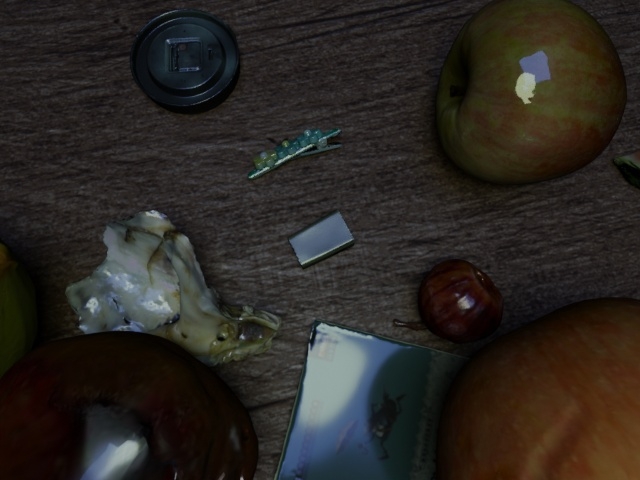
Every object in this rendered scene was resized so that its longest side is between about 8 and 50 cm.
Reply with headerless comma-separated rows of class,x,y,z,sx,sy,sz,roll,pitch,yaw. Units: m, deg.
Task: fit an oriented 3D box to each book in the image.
book,0.140,0.287,0.601,0.379,0.031,0.264,13,77,1

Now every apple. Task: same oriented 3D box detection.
apple,0.298,-0.207,0.595,0.233,0.257,0.257,9,78,-3
apple,0.309,0.246,0.417,0.391,0.391,0.347,-14,42,-5

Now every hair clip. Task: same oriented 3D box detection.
hair clip,-0.046,-0.150,0.682,0.172,0.049,0.049,-23,80,-5

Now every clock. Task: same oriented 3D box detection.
clock,-0.228,-0.305,0.704,0.184,0.040,0.185,0,79,-1

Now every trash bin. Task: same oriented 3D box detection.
trash bin,0.000,0.000,0.651,0.092,0.043,0.061,-27,81,-3

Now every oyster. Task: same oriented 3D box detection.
oyster,-0.218,0.080,0.592,0.275,0.100,0.271,-29,97,22

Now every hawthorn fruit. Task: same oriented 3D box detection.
hawthorn fruit,-0.232,0.243,0.464,0.308,0.308,0.325,-32,44,-8

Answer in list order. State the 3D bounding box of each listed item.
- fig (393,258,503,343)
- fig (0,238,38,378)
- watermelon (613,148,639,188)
fig,0.190,0.095,0.595,0.150,0.128,0.128,-34,82,-9
fig,-0.505,0.098,0.458,0.343,0.343,0.344,0,79,-2
watermelon,0.629,-0.133,0.694,0.245,0.063,0.119,-14,66,-4
